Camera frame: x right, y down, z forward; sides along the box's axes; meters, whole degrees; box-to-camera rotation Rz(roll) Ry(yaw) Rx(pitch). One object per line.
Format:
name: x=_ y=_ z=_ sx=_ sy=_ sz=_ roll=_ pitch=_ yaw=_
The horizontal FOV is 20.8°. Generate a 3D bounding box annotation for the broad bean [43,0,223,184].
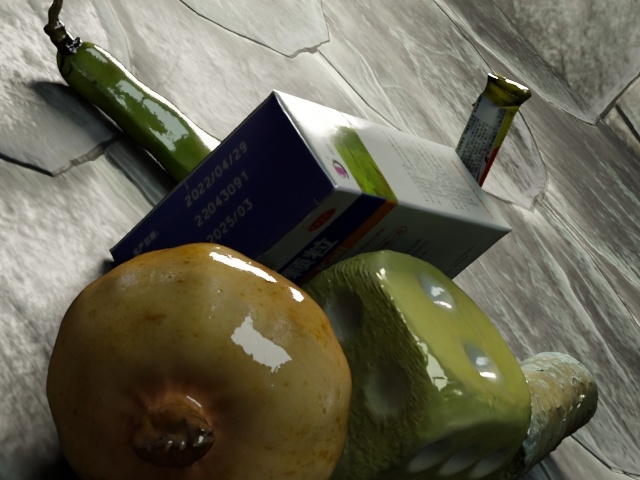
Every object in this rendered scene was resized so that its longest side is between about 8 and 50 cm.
broad bean: x=-0.138 y=-0.094 z=1.562 sx=0.325 sy=0.067 sz=0.075 roll=40 pitch=-10 yaw=-14

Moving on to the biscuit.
biscuit: x=0.114 y=-0.018 z=1.592 sx=0.026 sy=0.292 sz=0.048 roll=-3 pitch=34 yaw=-47

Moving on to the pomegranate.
pomegranate: x=-0.080 y=0.103 z=1.151 sx=0.207 sy=0.207 sz=0.207 roll=39 pitch=22 yaw=-20

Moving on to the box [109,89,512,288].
box: x=0.000 y=0.000 z=1.456 sx=0.299 sy=0.200 sz=0.106 roll=10 pitch=42 yaw=-58

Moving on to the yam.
yam: x=0.195 y=0.170 z=1.686 sx=0.093 sy=0.093 sz=0.259 roll=51 pitch=22 yaw=9

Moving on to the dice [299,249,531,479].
dice: x=0.054 y=0.122 z=1.389 sx=0.169 sy=0.166 sz=0.169 roll=15 pitch=38 yaw=-54
